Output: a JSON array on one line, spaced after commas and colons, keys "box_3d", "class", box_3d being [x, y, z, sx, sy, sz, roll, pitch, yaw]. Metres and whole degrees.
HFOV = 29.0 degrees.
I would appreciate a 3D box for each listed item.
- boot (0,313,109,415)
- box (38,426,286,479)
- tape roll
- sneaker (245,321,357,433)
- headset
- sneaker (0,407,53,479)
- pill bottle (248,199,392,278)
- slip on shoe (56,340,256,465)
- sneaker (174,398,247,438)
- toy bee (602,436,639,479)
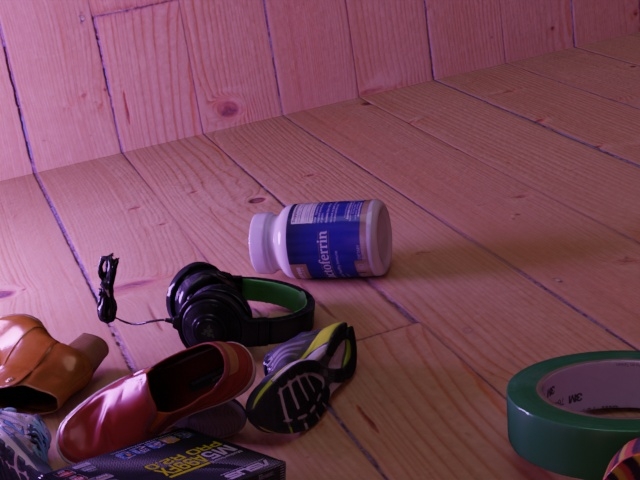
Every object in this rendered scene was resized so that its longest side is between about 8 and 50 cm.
[{"box_3d": [-0.539, 0.221, 2.172, 0.295, 0.104, 0.211, 4, 23, 21], "class": "boot"}, {"box_3d": [-0.215, 0.341, 1.706, 0.216, 0.060, 0.270, 9, 15, 42], "class": "box"}, {"box_3d": [0.418, 0.236, 1.705, 0.321, 0.077, 0.321, -5, 13, 1], "class": "tape roll"}, {"box_3d": [-0.046, 0.225, 1.984, 0.121, 0.111, 0.300, -9, 12, 29], "class": "sneaker"}, {"box_3d": [-0.203, 0.102, 2.231, 0.394, 0.185, 0.243, -3, 18, -16], "class": "headset"}, {"box_3d": [-0.463, 0.312, 1.899, 0.122, 0.110, 0.283, -18, 23, -34], "class": "sneaker"}, {"box_3d": [0.000, 0.000, 2.460, 0.264, 0.153, 0.153, -3, 21, 17], "class": "pill bottle"}, {"box_3d": [-0.258, 0.240, 1.867, 0.331, 0.123, 0.101, -26, -23, 7], "class": "slip on shoe"}, {"box_3d": [-0.194, 0.248, 1.985, 0.222, 0.083, 0.118, 7, 21, 29], "class": "sneaker"}, {"box_3d": [0.488, 0.270, 1.457, 0.298, 0.162, 0.195, 3, 20, 1], "class": "toy bee"}]
